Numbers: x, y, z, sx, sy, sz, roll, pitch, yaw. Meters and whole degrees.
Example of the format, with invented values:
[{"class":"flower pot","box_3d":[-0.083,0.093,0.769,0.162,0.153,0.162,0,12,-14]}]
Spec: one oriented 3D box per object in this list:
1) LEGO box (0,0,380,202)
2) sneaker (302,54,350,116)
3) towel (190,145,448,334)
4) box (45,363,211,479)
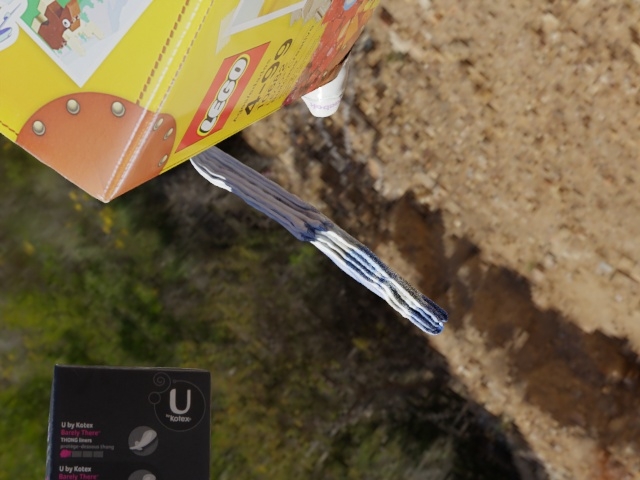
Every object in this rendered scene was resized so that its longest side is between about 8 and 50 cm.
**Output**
[{"class":"LEGO box","box_3d":[-0.009,-0.315,0.714,0.193,0.372,0.500,35,117,7]},{"class":"sneaker","box_3d":[-0.038,-0.286,1.663,0.305,0.114,0.152,-111,14,-46]},{"class":"towel","box_3d":[0.000,0.000,1.287,0.209,0.034,0.285,33,177,41]},{"class":"box","box_3d":[-0.177,0.259,1.108,0.143,0.270,0.165,3,163,-13]}]
